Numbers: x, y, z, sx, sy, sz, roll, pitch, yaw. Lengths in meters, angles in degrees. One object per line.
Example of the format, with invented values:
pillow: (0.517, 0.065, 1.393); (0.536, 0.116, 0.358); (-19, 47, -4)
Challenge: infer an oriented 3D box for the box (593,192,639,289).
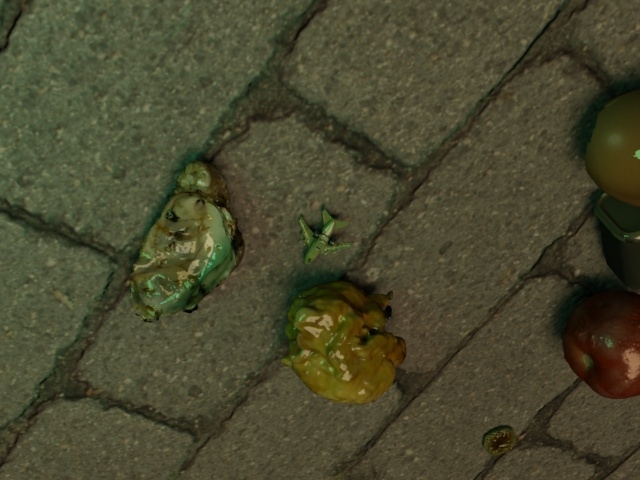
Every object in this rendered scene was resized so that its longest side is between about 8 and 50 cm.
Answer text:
box: (0.647, -0.040, 1.445); (0.274, 0.138, 0.178); (-24, 135, 1)

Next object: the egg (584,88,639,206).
egg: (0.564, -0.148, 1.283); (0.201, 0.244, 0.201); (-14, 111, -39)

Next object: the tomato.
tomato: (0.587, 0.199, 1.539); (0.184, 0.208, 0.208); (-24, 128, -19)

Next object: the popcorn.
popcorn: (0.042, 0.185, 1.383); (0.254, 0.190, 0.191); (14, 125, -29)

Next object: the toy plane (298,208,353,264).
toy plane: (0.000, 0.000, 1.334); (0.102, 0.040, 0.111); (29, 111, -10)

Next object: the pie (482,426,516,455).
pie: (0.404, 0.453, 1.772); (0.085, 0.020, 0.084); (-7, 125, -11)

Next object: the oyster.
oyster: (-0.222, 0.010, 1.261); (0.166, 0.094, 0.294); (40, 117, -15)
